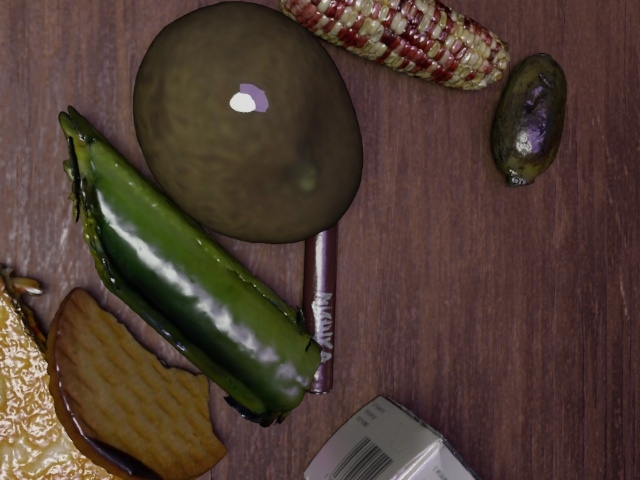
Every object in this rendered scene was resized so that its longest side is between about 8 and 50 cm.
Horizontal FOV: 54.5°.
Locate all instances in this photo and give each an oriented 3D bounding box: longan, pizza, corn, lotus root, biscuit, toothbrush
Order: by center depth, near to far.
[{"bbox_3d":[-0.064,-0.108,0.613,0.246,0.246,0.215,35,110,-14],"label":"longan"},{"bbox_3d":[-0.313,0.152,0.626,0.287,0.074,0.252,8,89,-18],"label":"pizza"},{"bbox_3d":[-0.193,0.151,0.644,0.176,0.031,0.229,-13,75,-59],"label":"biscuit"},{"bbox_3d":[0.093,-0.252,0.730,0.289,0.098,0.098,16,87,-20],"label":"corn"},{"bbox_3d":[0.000,0.000,0.735,0.040,0.041,0.364,2,90,-17],"label":"toothbrush"},{"bbox_3d":[0.266,-0.154,0.789,0.089,0.080,0.180,13,88,-18],"label":"lotus root"}]

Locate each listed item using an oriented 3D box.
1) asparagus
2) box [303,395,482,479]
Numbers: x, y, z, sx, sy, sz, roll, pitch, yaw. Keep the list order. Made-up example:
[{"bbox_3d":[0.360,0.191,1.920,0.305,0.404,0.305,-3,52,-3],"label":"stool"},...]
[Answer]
[{"bbox_3d":[-0.155,0.036,0.655,0.128,0.108,0.382,-41,102,19],"label":"asparagus"},{"bbox_3d":[0.150,0.356,0.717,0.145,0.173,0.333,-43,102,-10],"label":"box"}]
